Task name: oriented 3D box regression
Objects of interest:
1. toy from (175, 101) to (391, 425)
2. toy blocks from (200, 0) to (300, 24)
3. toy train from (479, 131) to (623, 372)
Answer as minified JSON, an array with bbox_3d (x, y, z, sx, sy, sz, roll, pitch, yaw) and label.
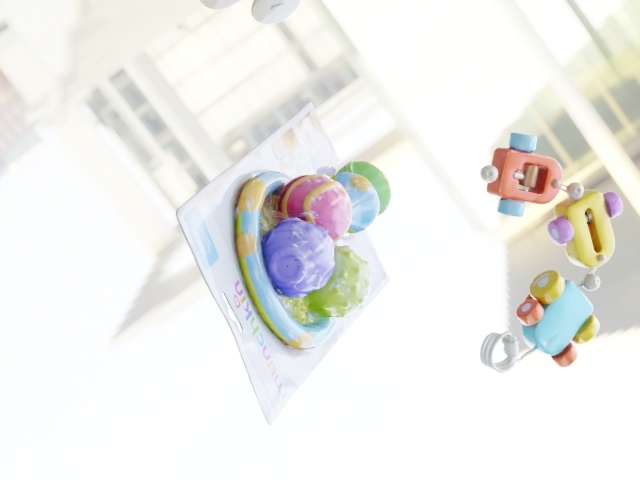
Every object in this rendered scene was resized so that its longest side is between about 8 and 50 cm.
[{"bbox_3d":[0.000,0.000,1.078,0.056,0.137,0.237,-19,-168,22],"label":"toy"},{"bbox_3d":[-0.095,-0.279,1.646,0.123,0.148,0.054,10,131,-48],"label":"toy blocks"},{"bbox_3d":[0.148,0.008,1.231,0.125,0.166,0.046,3,-173,-30],"label":"toy train"}]
